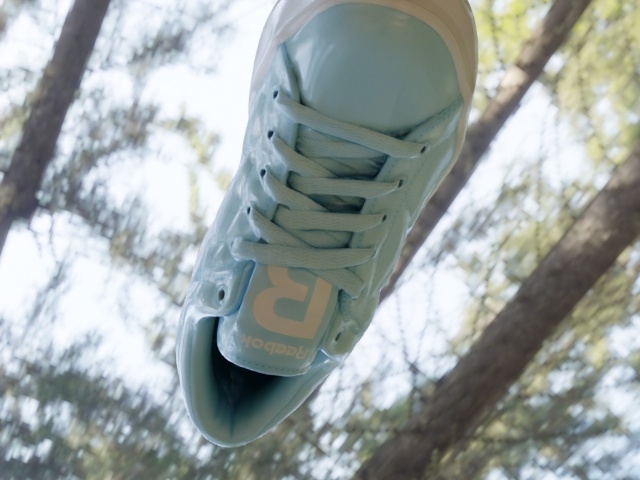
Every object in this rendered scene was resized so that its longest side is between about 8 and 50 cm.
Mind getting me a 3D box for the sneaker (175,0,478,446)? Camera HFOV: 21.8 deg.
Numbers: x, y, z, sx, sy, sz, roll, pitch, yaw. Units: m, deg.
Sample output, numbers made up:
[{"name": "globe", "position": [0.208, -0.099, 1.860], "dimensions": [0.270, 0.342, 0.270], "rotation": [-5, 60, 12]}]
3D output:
[{"name": "sneaker", "position": [0.000, 0.000, 0.972], "dimensions": [0.135, 0.366, 0.150], "rotation": [12, -130, -7]}]
